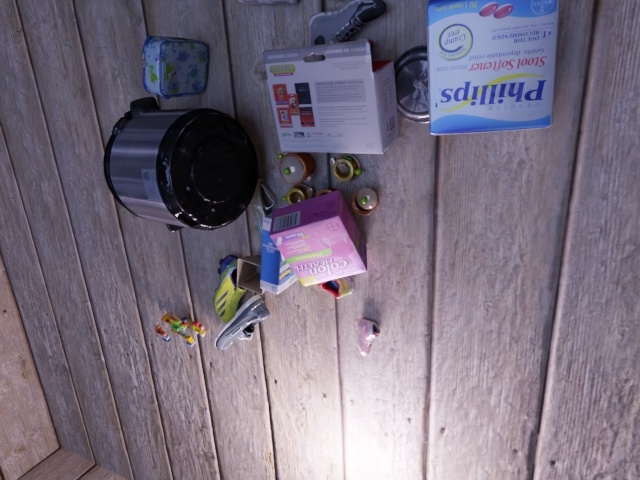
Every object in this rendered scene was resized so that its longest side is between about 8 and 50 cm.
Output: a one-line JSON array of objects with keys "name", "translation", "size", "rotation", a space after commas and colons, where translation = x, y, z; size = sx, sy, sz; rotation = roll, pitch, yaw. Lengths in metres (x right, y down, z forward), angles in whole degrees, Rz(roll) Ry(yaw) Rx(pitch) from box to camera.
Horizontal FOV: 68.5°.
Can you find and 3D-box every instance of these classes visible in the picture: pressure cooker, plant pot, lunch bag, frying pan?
[{"name": "pressure cooker", "translation": [-0.458, -0.233, 1.476], "size": [0.421, 0.376, 0.369], "rotation": [9, 77, 36]}, {"name": "plant pot", "translation": [-0.222, 0.109, 1.662], "size": [0.109, 0.096, 0.108], "rotation": [17, 116, 22]}, {"name": "lunch bag", "translation": [-0.448, -0.534, 1.457], "size": [0.090, 0.219, 0.175], "rotation": [20, 118, 22]}, {"name": "frying pan", "translation": [0.312, -0.426, 1.189], "size": [0.326, 0.053, 0.197], "rotation": [-26, 97, 37]}]

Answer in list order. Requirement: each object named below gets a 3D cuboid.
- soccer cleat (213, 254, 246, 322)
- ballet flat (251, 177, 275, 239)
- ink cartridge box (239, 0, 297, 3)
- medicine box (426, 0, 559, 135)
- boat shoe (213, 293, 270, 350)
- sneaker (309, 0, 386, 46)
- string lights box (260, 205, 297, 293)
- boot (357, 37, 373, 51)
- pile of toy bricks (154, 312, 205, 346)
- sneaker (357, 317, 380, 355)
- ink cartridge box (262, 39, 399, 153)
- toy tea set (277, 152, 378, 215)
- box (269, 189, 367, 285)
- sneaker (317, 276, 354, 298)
[{"name": "soccer cleat", "translation": [-0.328, 0.194, 1.751], "size": [0.121, 0.094, 0.288], "rotation": [24, 118, 33]}, {"name": "ballet flat", "translation": [-0.183, -0.094, 1.577], "size": [0.086, 0.086, 0.248], "rotation": [-12, 102, 32]}, {"name": "ink cartridge box", "translation": [-0.136, -0.779, 1.304], "size": [0.181, 0.056, 0.224], "rotation": [13, 96, 24]}, {"name": "medicine box", "translation": [0.382, -0.399, 1.069], "size": [0.264, 0.149, 0.288], "rotation": [0, 109, 17]}, {"name": "boat shoe", "translation": [-0.299, 0.337, 1.786], "size": [0.099, 0.116, 0.319], "rotation": [46, 119, 10]}, {"name": "sneaker", "translation": [0.068, -0.539, 1.231], "size": [0.229, 0.086, 0.132], "rotation": [0, 83, 38]}, {"name": "string lights box", "translation": [-0.131, 0.031, 1.558], "size": [0.077, 0.133, 0.259], "rotation": [17, 117, 23]}, {"name": "boot", "translation": [0.145, -0.404, 1.267], "size": [0.176, 0.088, 0.244], "rotation": [27, 128, 17]}, {"name": "pile of toy bricks", "translation": [-0.592, 0.353, 1.941], "size": [0.213, 0.118, 0.105], "rotation": [19, 137, 20]}, {"name": "sneaker", "translation": [0.164, 0.326, 1.562], "size": [0.070, 0.051, 0.134], "rotation": [2, 106, 34]}, {"name": "ink cartridge box", "translation": [0.030, -0.375, 1.215], "size": [0.310, 0.130, 0.271], "rotation": [8, 125, 29]}, {"name": "toy tea set", "translation": [0.011, -0.163, 1.408], "size": [0.337, 0.124, 0.199], "rotation": [7, 112, 27]}, {"name": "box", "translation": [0.000, 0.000, 1.397], "size": [0.214, 0.117, 0.242], "rotation": [-15, 133, 17]}, {"name": "sneaker", "translation": [0.012, 0.112, 1.536], "size": [0.209, 0.094, 0.081], "rotation": [36, 124, 14]}]
